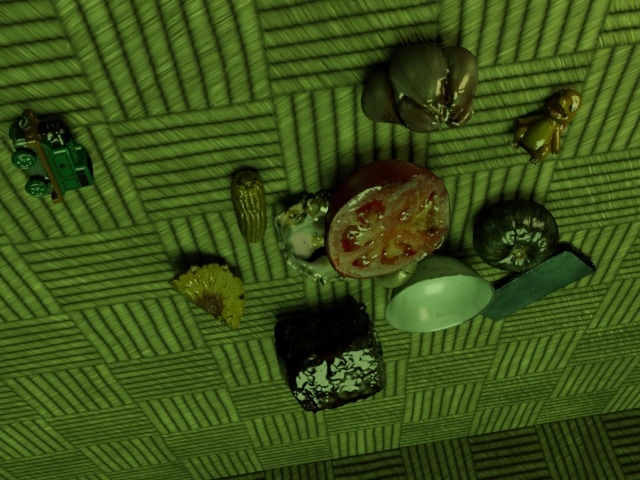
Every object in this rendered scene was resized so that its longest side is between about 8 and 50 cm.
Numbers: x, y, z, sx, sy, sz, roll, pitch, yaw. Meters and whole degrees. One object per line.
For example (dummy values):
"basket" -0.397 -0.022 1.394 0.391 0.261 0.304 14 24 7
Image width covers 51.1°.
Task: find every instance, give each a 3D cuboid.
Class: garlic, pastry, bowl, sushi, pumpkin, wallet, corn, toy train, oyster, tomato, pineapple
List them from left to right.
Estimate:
"toy train" -0.534 -0.166 1.333 0.136 0.091 0.228 -13 145 -14
"pineapple" -0.303 0.118 1.790 0.250 0.140 0.164 41 163 -30
"corn" -0.165 -0.076 1.561 0.080 0.080 0.231 -7 149 -5
"oyster" -0.003 0.000 1.696 0.201 0.107 0.354 -37 132 -4
"sushi" 0.040 0.355 2.028 0.294 0.281 0.299 -21 137 5
"tomato" 0.137 -0.066 1.573 0.338 0.144 0.338 -14 137 -14
"pastry" 0.195 0.048 1.752 0.092 0.156 0.156 7 141 -28
"garlic" 0.192 -0.297 1.278 0.214 0.191 0.160 7 118 -4
"bowl" 0.322 0.126 1.896 0.313 0.146 0.313 -5 144 -4
"pumpkin" 0.509 -0.009 1.747 0.223 0.157 0.224 1 138 1
"wallet" 0.650 0.139 2.081 0.190 0.046 0.379 24 133 -37

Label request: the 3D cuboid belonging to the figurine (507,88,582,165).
"figurine" 0.512 -0.255 1.478 0.122 0.121 0.176 -14 146 -47
